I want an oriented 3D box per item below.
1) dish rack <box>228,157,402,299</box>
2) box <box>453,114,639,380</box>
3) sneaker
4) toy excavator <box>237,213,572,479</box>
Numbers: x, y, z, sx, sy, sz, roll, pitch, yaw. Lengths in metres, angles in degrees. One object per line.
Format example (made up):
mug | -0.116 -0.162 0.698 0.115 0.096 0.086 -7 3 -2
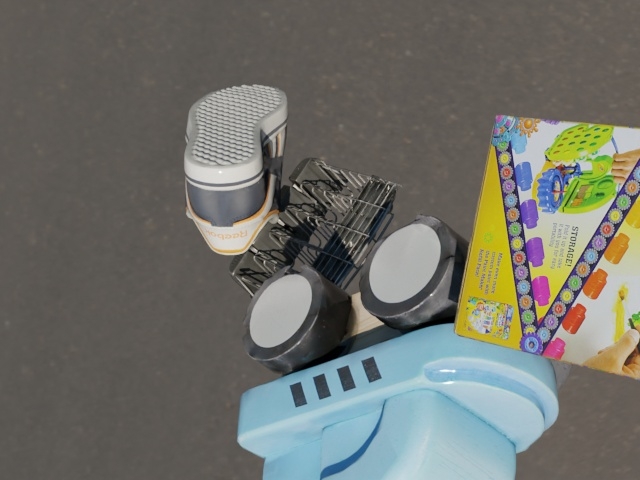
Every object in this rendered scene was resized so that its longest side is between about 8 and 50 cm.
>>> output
dish rack | 0.000 0.000 1.357 0.208 0.074 0.271 -57 28 -7
box | 0.310 0.025 0.865 0.279 0.290 0.177 12 91 40
sneaker | -0.106 -0.093 1.364 0.126 0.321 0.127 1 116 6
toy excavator | 0.019 0.256 1.028 0.433 0.222 0.445 -24 46 31
